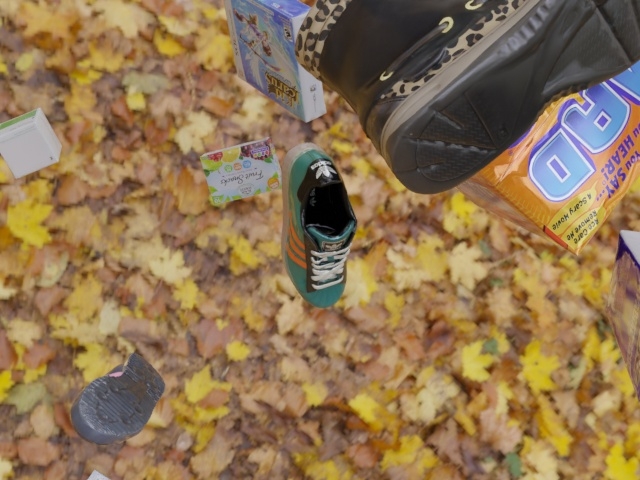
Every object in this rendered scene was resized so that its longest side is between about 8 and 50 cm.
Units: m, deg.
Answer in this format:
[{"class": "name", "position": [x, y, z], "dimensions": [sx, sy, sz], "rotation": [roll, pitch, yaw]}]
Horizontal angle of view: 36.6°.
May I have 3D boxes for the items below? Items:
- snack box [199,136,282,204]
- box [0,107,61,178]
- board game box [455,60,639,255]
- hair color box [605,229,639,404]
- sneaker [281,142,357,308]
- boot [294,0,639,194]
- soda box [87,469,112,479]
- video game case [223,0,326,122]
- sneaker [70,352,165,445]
[{"class": "snack box", "position": [-0.150, -0.134, 1.871], "dimensions": [0.141, 0.100, 0.037], "rotation": [-13, 14, 12]}, {"class": "box", "position": [-0.608, -0.202, 2.014], "dimensions": [0.101, 0.102, 0.087], "rotation": [-21, 31, 3]}, {"class": "board game box", "position": [0.300, -0.255, 1.495], "dimensions": [0.356, 0.356, 0.356], "rotation": [37, 92, -21]}, {"class": "hair color box", "position": [0.387, 0.076, 0.931], "dimensions": [0.185, 0.110, 0.339], "rotation": [9, 9, 11]}, {"class": "sneaker", "position": [0.000, 0.000, 1.560], "dimensions": [0.108, 0.302, 0.121], "rotation": [-17, 34, -14]}, {"class": "boot", "position": [0.164, -0.234, 0.987], "dimensions": [0.377, 0.138, 0.284], "rotation": [-40, 40, -2]}, {"class": "soda box", "position": [-0.375, 0.448, 1.489], "dimensions": [0.063, 0.058, 0.183], "rotation": [32, 65, 5]}, {"class": "video game case", "position": [-0.101, -0.409, 2.037], "dimensions": [0.061, 0.244, 0.269], "rotation": [-30, 45, -23]}, {"class": "sneaker", "position": [-0.342, 0.281, 1.545], "dimensions": [0.131, 0.319, 0.112], "rotation": [-43, 89, 7]}]
